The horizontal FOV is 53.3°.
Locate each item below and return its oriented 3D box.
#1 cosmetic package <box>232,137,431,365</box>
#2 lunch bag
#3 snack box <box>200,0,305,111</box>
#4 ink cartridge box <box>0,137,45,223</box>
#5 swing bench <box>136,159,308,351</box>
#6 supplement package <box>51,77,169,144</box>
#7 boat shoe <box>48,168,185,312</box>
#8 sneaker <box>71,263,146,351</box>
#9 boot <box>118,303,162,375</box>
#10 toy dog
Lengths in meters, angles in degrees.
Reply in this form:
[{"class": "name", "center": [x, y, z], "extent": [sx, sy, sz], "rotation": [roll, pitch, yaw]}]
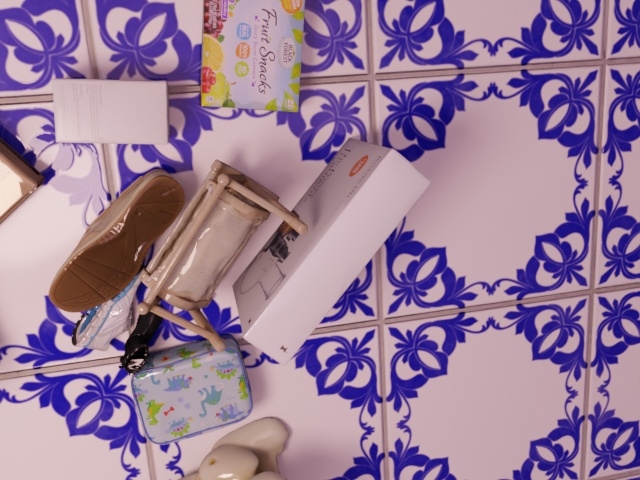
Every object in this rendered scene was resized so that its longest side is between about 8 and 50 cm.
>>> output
[{"class": "cosmetic package", "center": [0.000, 0.000, 1.121], "extent": [0.097, 0.284, 0.377], "rotation": [37, 93, -19]}, {"class": "lunch bag", "center": [-0.248, 0.291, 1.237], "extent": [0.219, 0.090, 0.176], "rotation": [-15, 106, -9]}, {"class": "snack box", "center": [-0.121, -0.336, 1.121], "extent": [0.174, 0.070, 0.207], "rotation": [2, 104, -13]}, {"class": "ink cartridge box", "center": [-0.619, -0.086, 1.059], "extent": [0.235, 0.088, 0.193], "rotation": [-43, 110, 0]}, {"class": "swing bench", "center": [-0.182, 0.010, 1.094], "extent": [0.165, 0.255, 0.253], "rotation": [32, 94, -21]}, {"class": "supplement package", "center": [-0.348, -0.219, 1.079], "extent": [0.179, 0.105, 0.105], "rotation": [-1, 103, -12]}, {"class": "boat shoe", "center": [-0.365, -0.002, 1.136], "extent": [0.302, 0.098, 0.109], "rotation": [-50, 124, 0]}, {"class": "sneaker", "center": [-0.377, 0.125, 1.188], "extent": [0.083, 0.071, 0.190], "rotation": [36, 92, -41]}, {"class": "boot", "center": [-0.331, 0.184, 1.186], "extent": [0.045, 0.099, 0.121], "rotation": [32, 95, -20]}, {"class": "toy dog", "center": [-0.159, 0.560, 1.157], "extent": [0.395, 0.408, 0.284], "rotation": [-6, 104, -12]}]
